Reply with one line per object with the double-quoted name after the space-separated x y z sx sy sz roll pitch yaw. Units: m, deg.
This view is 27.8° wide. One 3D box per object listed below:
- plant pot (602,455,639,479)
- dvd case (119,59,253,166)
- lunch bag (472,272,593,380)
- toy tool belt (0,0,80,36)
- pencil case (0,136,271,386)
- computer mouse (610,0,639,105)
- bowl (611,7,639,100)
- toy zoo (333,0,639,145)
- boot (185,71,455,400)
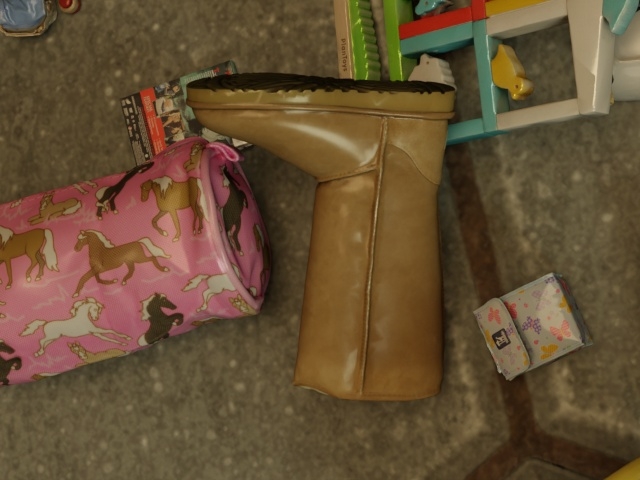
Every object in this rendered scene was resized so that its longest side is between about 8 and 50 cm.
0.232 0.320 0.960 0.254 0.254 0.239 -38 71 10 "plant pot"
-0.128 -0.113 1.233 0.119 0.013 0.087 -18 81 15 "dvd case"
0.181 0.075 1.111 0.083 0.053 0.071 -26 78 22 "lunch bag"
-0.283 -0.229 1.266 0.083 0.051 0.052 -10 83 15 "toy tool belt"
-0.233 0.027 1.181 0.386 0.167 0.160 -14 39 14 "pencil case"
0.307 -0.124 1.024 0.184 0.060 0.262 -16 78 15 "computer mouse"
0.290 -0.195 1.101 0.142 0.053 0.142 -8 85 16 "bowl"
0.139 -0.184 1.099 0.293 0.030 0.192 -9 83 37 "toy zoo"
0.000 0.000 1.084 0.236 0.089 0.269 3 104 -5 "boot"
